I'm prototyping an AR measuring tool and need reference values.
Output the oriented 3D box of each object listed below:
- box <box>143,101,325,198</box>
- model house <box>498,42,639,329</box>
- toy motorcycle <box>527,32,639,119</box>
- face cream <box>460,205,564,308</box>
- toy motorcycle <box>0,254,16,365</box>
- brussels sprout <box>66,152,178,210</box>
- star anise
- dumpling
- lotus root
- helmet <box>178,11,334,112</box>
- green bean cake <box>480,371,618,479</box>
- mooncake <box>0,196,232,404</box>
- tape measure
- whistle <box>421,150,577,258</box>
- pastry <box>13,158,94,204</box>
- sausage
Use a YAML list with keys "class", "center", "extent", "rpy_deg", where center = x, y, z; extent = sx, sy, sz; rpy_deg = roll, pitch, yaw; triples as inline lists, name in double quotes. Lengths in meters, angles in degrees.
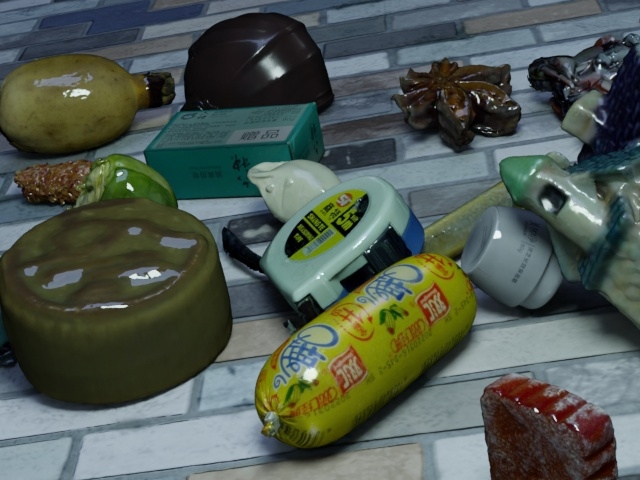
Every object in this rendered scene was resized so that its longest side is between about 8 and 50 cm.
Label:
- class: "box"
  center: [-0.131, -0.139, 2.070]
  extent: [0.245, 0.092, 0.153]
  rpy_deg: [-2, 30, 20]
- class: "model house"
  center: [0.376, -0.076, 1.515]
  extent: [0.284, 0.243, 0.298]
  rpy_deg: [37, 42, 28]
- class: "toy motorcycle"
  center: [0.454, -0.214, 1.945]
  extent: [0.207, 0.134, 0.401]
  rpy_deg: [-19, 27, -2]
- class: "face cream"
  center: [0.233, 0.019, 1.584]
  extent: [0.104, 0.117, 0.117]
  rpy_deg: [25, 27, -10]
- class: "toy motorcycle"
  center: [-0.470, 0.089, 1.758]
  extent: [0.198, 0.109, 0.296]
  rpy_deg: [3, 29, 29]
- class: "brussels sprout"
  center: [-0.279, -0.037, 1.889]
  extent: [0.183, 0.145, 0.131]
  rpy_deg: [-41, 29, 48]
- class: "star anise"
  center: [0.220, -0.216, 2.084]
  extent: [0.214, 0.099, 0.220]
  rpy_deg: [27, 40, 31]
- class: "dumpling"
  center: [-0.010, -0.071, 1.893]
  extent: [0.169, 0.100, 0.134]
  rpy_deg: [7, 18, 28]
- class: "lotus root"
  center: [-0.405, -0.243, 2.305]
  extent: [0.310, 0.183, 0.183]
  rpy_deg: [-9, 27, -7]
- class: "helmet"
  center: [-0.128, -0.300, 2.285]
  extent: [0.305, 0.177, 0.225]
  rpy_deg: [10, 36, 33]
- class: "green bean cake"
  center: [0.217, 0.199, 1.248]
  extent: [0.056, 0.135, 0.135]
  rpy_deg: [-26, 31, -33]
- class: "mooncake"
  center: [-0.254, 0.064, 1.646]
  extent: [0.284, 0.155, 0.284]
  rpy_deg: [-3, 33, 2]
- class: "tape measure"
  center: [0.000, 0.000, 1.725]
  extent: [0.215, 0.098, 0.351]
  rpy_deg: [-39, 26, -4]
- class: "whistle"
  center: [0.218, -0.032, 1.770]
  extent: [0.326, 0.057, 0.068]
  rpy_deg: [-28, 27, -28]
- class: "pastry"
  center: [-0.414, -0.090, 2.127]
  extent: [0.169, 0.063, 0.087]
  rpy_deg: [-1, 20, 29]
- class: "sausage"
  center: [0.053, 0.119, 1.477]
  extent: [0.123, 0.123, 0.347]
  rpy_deg: [15, 37, 41]
